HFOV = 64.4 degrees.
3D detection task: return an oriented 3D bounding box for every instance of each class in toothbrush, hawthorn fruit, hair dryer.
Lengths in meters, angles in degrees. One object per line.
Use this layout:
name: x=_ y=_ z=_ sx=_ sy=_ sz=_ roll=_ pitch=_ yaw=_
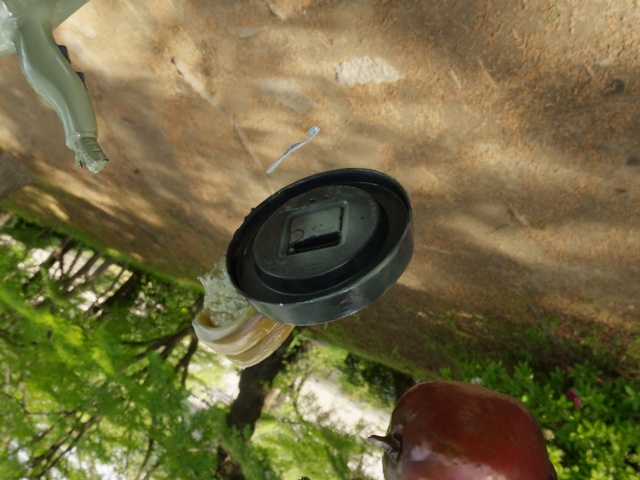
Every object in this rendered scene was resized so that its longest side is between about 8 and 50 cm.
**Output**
toothbrush: x=-0.054 y=-0.166 z=0.952 sx=0.017 sy=0.014 sz=0.162 roll=30 pitch=139 yaw=-24
hawthorn fruit: x=0.176 y=0.293 z=0.687 sx=0.250 sy=0.215 sz=0.215 roll=9 pitch=160 yaw=-16
hair dryer: x=-0.264 y=-0.260 z=0.573 sx=0.298 sy=0.296 sz=0.119 roll=36 pitch=167 yaw=7

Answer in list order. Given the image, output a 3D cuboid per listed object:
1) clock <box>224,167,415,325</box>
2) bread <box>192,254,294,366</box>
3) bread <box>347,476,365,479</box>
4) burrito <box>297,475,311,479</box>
clock: x=0.000 y=0.000 z=1.009 sx=0.386 sy=0.386 sz=0.076 roll=15 pitch=143 yaw=39
bread: x=-0.206 y=0.173 z=1.575 sx=0.329 sy=0.424 sz=0.245 roll=9 pitch=143 yaw=24
bread: x=0.108 y=0.682 z=1.195 sx=0.247 sy=0.232 sz=0.135 roll=39 pitch=179 yaw=7
burrito: x=0.018 y=0.748 z=1.311 sx=0.288 sy=0.054 sz=0.104 roll=53 pitch=-161 yaw=15
